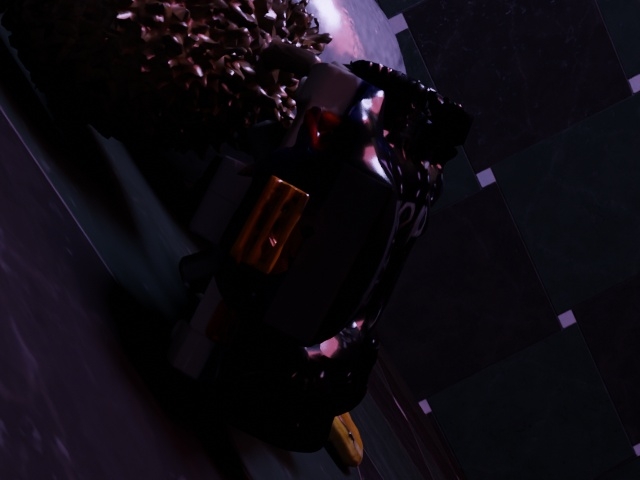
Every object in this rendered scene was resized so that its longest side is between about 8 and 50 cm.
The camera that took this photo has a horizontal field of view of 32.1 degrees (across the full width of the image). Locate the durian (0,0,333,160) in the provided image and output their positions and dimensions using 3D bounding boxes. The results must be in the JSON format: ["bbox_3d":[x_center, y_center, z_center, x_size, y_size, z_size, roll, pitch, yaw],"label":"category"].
[{"bbox_3d":[-0.081,-0.127,0.617,0.196,0.167,0.196,23,6,-2],"label":"durian"}]

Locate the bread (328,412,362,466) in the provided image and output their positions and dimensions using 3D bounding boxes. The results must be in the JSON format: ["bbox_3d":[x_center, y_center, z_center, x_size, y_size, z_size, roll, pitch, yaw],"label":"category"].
[{"bbox_3d":[0.006,0.138,0.909,0.110,0.024,0.110,58,2,-4],"label":"bread"}]

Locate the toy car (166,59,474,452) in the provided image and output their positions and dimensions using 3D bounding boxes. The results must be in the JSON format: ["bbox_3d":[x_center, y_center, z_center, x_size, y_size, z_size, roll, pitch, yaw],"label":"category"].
[{"bbox_3d":[-0.002,-0.001,0.596,0.118,0.193,0.301,27,1,7],"label":"toy car"}]

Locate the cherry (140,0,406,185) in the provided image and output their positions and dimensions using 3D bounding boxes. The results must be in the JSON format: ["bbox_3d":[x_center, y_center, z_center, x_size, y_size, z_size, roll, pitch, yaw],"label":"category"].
[{"bbox_3d":[-0.051,-0.144,0.907,0.296,0.218,0.255,24,13,-41],"label":"cherry"}]
